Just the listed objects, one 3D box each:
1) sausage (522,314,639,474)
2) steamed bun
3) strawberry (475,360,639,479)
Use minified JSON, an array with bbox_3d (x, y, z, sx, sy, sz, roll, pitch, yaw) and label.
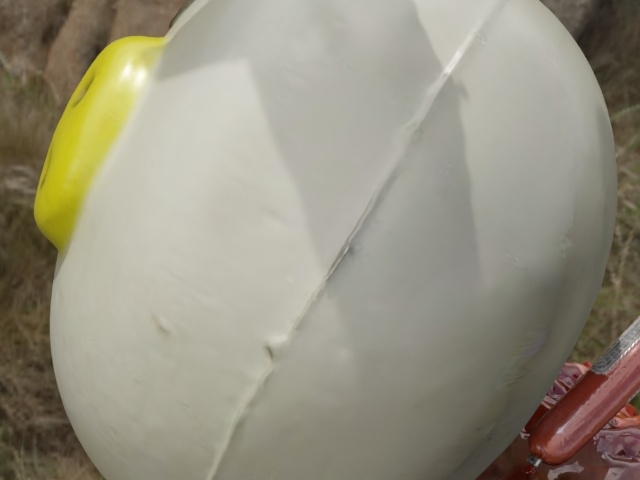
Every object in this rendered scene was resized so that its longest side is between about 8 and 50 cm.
[{"bbox_3d":[0.211,0.051,0.715,0.253,0.034,0.034,-44,73,-10],"label":"sausage"},{"bbox_3d":[0.006,0.004,0.693,0.334,0.374,0.334,30,14,-8],"label":"steamed bun"},{"bbox_3d":[0.099,0.212,0.818,0.336,0.149,0.265,-3,83,23],"label":"strawberry"}]
